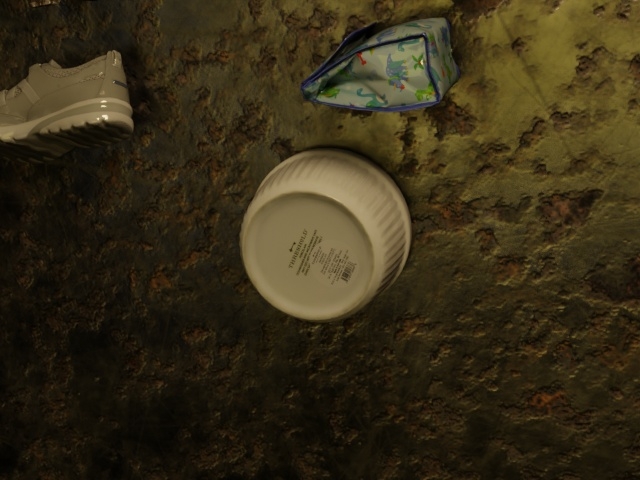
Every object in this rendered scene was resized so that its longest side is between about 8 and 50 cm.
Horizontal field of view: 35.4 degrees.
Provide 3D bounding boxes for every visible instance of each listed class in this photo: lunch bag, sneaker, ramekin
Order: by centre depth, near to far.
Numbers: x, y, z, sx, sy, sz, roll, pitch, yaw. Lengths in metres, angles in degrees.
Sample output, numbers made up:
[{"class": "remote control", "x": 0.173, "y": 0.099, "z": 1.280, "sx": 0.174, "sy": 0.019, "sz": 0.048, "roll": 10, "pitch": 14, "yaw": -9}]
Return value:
[{"class": "lunch bag", "x": 0.065, "y": -0.190, "z": 1.105, "sx": 0.151, "sy": 0.129, "sz": 0.096, "roll": -9, "pitch": 105, "yaw": 22}, {"class": "ramekin", "x": 0.000, "y": 0.000, "z": 1.208, "sx": 0.207, "sy": 0.109, "sz": 0.207, "roll": 6, "pitch": 111, "yaw": 15}, {"class": "sneaker", "x": -0.353, "y": -0.170, "z": 1.280, "sx": 0.281, "sy": 0.105, "sz": 0.115, "roll": -5, "pitch": 74, "yaw": 23}]

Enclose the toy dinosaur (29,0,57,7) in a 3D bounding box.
[{"class": "toy dinosaur", "x": -0.288, "y": -0.367, "z": 1.175, "sx": 0.313, "sy": 0.121, "sz": 0.160, "roll": -12, "pitch": 94, "yaw": 25}]
